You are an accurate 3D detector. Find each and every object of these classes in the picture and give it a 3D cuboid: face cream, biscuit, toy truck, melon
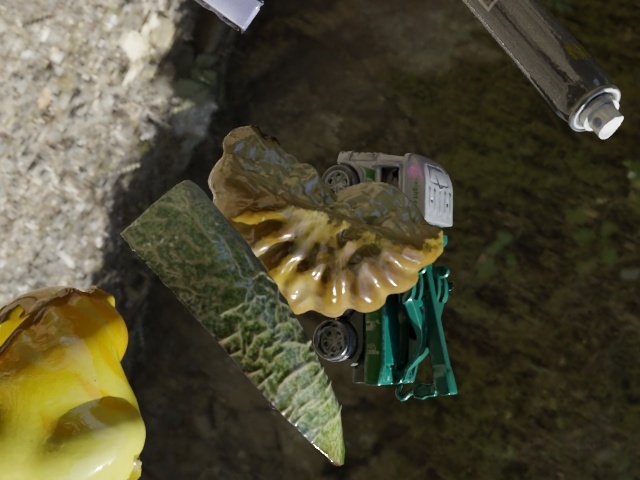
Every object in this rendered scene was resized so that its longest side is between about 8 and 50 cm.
[{"bbox_3d":[0.265,-0.229,1.187,0.073,0.283,0.073,-22,148,-14],"label":"face cream"},{"bbox_3d":[0.000,0.000,0.721,0.118,0.183,0.061,-67,-164,5],"label":"biscuit"},{"bbox_3d":[0.104,0.049,1.440,0.176,0.178,0.364,11,76,-61],"label":"toy truck"},{"bbox_3d":[-0.041,0.054,0.577,0.054,0.182,0.098,-38,169,-14],"label":"melon"}]

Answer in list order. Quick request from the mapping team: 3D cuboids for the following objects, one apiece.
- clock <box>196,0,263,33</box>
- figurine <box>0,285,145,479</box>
[{"bbox_3d":[-0.183,-0.470,1.825,0.073,0.144,0.193,-49,-159,17],"label":"clock"},{"bbox_3d":[-0.185,0.135,0.619,0.131,0.156,0.246,-33,142,-55],"label":"figurine"}]
